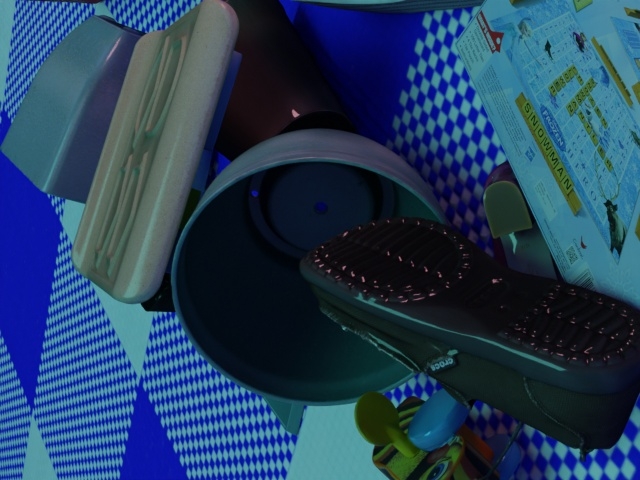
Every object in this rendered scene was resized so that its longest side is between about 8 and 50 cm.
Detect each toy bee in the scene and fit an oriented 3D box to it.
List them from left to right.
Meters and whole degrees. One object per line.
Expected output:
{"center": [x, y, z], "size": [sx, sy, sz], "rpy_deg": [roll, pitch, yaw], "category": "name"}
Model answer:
{"center": [0.108, 0.218, 1.194], "size": [0.195, 0.162, 0.298], "rpy_deg": [38, 161, 8], "category": "toy bee"}

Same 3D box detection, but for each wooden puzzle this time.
{"center": [-0.177, -0.093, 1.408], "size": [0.348, 0.080, 0.322], "rpy_deg": [11, 84, 69], "category": "wooden puzzle"}

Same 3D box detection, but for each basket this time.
{"center": [-0.065, -0.165, 1.529], "size": [0.204, 0.154, 0.227], "rpy_deg": [-55, 47, 16], "category": "basket"}

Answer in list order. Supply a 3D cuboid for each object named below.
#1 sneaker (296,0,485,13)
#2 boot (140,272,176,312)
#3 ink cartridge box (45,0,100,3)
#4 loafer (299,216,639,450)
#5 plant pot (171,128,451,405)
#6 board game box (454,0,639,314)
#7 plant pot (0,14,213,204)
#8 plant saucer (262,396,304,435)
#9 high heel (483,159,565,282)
{"center": [0.074, -0.327, 1.313], "size": [0.292, 0.108, 0.169], "rpy_deg": [8, 98, 51], "category": "sneaker"}
{"center": [-0.140, 0.080, 1.606], "size": [0.094, 0.207, 0.246], "rpy_deg": [50, 130, 51], "category": "boot"}
{"center": [-0.433, -0.500, 2.036], "size": [0.384, 0.279, 0.160], "rpy_deg": [0, 91, 61], "category": "ink cartridge box"}
{"center": [0.116, 0.086, 1.077], "size": [0.366, 0.134, 0.130], "rpy_deg": [26, 134, 47], "category": "loafer"}
{"center": [0.000, 0.000, 1.329], "size": [0.196, 0.293, 0.293], "rpy_deg": [-87, 11, -59], "category": "plant pot"}
{"center": [0.252, -0.122, 0.979], "size": [0.319, 0.066, 0.318], "rpy_deg": [69, 152, 20], "category": "board game box"}
{"center": [-0.294, -0.189, 1.861], "size": [0.247, 0.248, 0.252], "rpy_deg": [35, 107, 56], "category": "plant pot"}
{"center": [-0.072, 0.184, 1.705], "size": [0.192, 0.018, 0.067], "rpy_deg": [47, 132, 48], "category": "plant saucer"}
{"center": [0.201, 0.046, 1.171], "size": [0.082, 0.117, 0.244], "rpy_deg": [-17, 98, 21], "category": "high heel"}
